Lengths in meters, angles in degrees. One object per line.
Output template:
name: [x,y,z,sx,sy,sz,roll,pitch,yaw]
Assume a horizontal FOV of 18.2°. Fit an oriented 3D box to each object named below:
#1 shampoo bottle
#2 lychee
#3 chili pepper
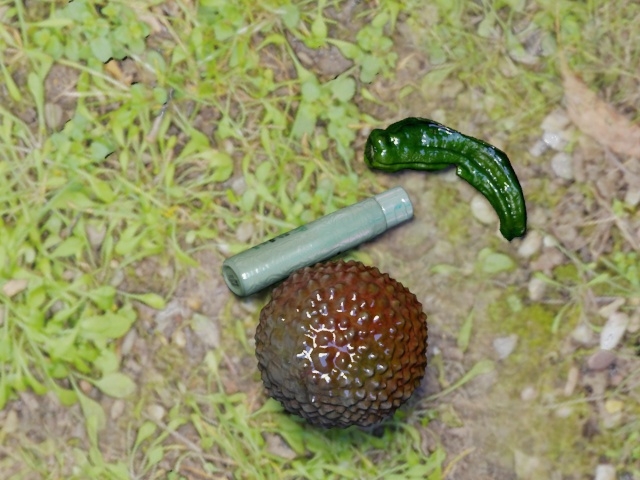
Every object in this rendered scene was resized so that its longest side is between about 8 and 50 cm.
shampoo bottle: [0.000,0.000,1.912,0.190,0.069,0.041,-24,93,-15]
lychee: [0.021,0.094,1.862,0.165,0.197,0.165,7,120,12]
chili pepper: [0.130,-0.070,1.941,0.182,0.050,0.073,26,75,-8]
